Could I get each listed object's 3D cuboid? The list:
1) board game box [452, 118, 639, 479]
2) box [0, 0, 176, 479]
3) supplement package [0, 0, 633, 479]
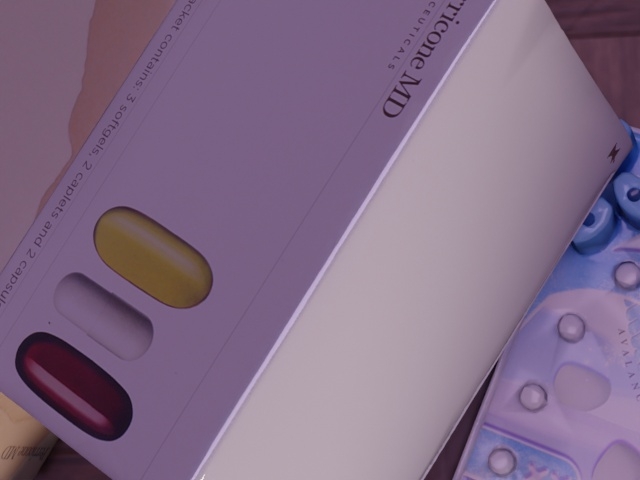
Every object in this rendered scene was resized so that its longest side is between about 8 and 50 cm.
[{"bbox_3d":[0.247,0.172,0.675,0.389,0.050,0.390,20,85,18],"label":"board game box"},{"bbox_3d":[-0.138,-0.038,0.719,0.121,0.148,0.311,31,88,13],"label":"box"},{"bbox_3d":[0.000,0.000,0.656,0.145,0.204,0.262,31,87,30],"label":"supplement package"}]
